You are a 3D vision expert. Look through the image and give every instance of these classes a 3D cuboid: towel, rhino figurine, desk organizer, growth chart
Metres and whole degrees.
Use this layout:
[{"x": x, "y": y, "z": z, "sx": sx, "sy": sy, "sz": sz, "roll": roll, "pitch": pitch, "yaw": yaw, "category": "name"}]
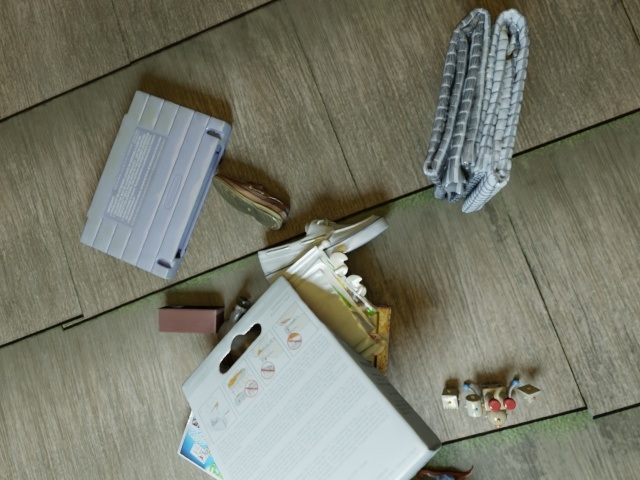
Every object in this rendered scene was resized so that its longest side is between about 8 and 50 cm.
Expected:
[{"x": 0.255, "y": -0.205, "z": 0.714, "sx": 0.121, "sy": 0.235, "sz": 0.284, "roll": 10, "pitch": 88, "yaw": 13, "category": "towel"}, {"x": -0.106, "y": 0.212, "z": 0.804, "sx": 0.243, "sy": 0.073, "sz": 0.106, "roll": 29, "pitch": 96, "yaw": 28, "category": "rhino figurine"}, {"x": -0.272, "y": 0.166, "z": 0.870, "sx": 0.130, "sy": 0.047, "sz": 0.050, "roll": 0, "pitch": 90, "yaw": 9, "category": "desk organizer"}, {"x": 0.018, "y": 0.131, "z": 0.768, "sx": 0.172, "sy": 0.021, "sz": 0.237, "roll": -32, "pitch": 89, "yaw": 16, "category": "growth chart"}]

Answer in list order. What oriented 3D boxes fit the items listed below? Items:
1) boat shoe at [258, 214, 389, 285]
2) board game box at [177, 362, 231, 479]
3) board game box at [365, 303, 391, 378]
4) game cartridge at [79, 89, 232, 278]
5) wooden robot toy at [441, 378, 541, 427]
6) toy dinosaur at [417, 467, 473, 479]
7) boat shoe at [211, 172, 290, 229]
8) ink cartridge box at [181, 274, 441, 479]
[{"x": 0.000, "y": 0.000, "z": 0.817, "sx": 0.267, "sy": 0.096, "sz": 0.088, "roll": -26, "pitch": 88, "yaw": 15, "category": "boat shoe"}, {"x": -0.120, "y": 0.391, "z": 0.803, "sx": 0.305, "sy": 0.053, "sz": 0.193, "roll": 20, "pitch": 91, "yaw": 21, "category": "board game box"}, {"x": 0.039, "y": 0.196, "z": 0.820, "sx": 0.193, "sy": 0.045, "sz": 0.147, "roll": 4, "pitch": 88, "yaw": 9, "category": "board game box"}, {"x": -0.358, "y": -0.122, "z": 0.893, "sx": 0.230, "sy": 0.068, "sz": 0.355, "roll": 22, "pitch": 91, "yaw": 13, "category": "game cartridge"}, {"x": 0.318, "y": 0.313, "z": 0.763, "sx": 0.173, "sy": 0.076, "sz": 0.079, "roll": -9, "pitch": 97, "yaw": 9, "category": "wooden robot toy"}, {"x": 0.233, "y": 0.457, "z": 0.792, "sx": 0.082, "sy": 0.047, "sz": 0.090, "roll": 29, "pitch": 49, "yaw": 25, "category": "toy dinosaur"}, {"x": -0.144, "y": -0.090, "z": 0.861, "sx": 0.178, "sy": 0.064, "sz": 0.060, "roll": 32, "pitch": 62, "yaw": 8, "category": "boat shoe"}, {"x": -0.044, "y": 0.297, "z": 0.709, "sx": 0.308, "sy": 0.091, "sz": 0.385, "roll": -48, "pitch": 56, "yaw": 5, "category": "ink cartridge box"}]
